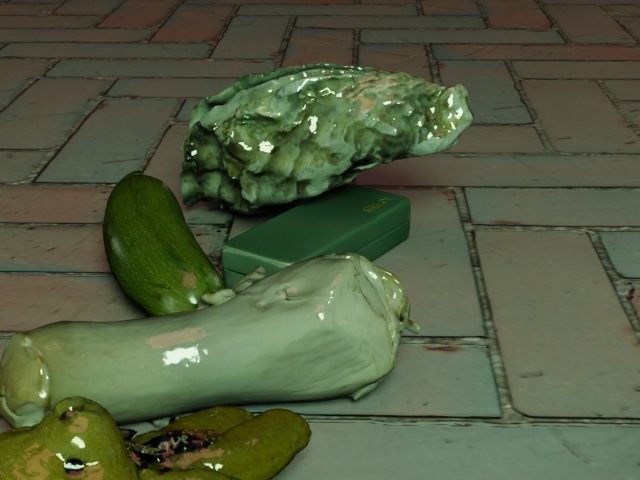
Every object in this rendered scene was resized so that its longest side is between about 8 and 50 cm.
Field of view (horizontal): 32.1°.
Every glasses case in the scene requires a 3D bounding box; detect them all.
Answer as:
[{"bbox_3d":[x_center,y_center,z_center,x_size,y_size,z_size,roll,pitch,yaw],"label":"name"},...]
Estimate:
[{"bbox_3d":[0.000,0.000,0.945,0.078,0.039,0.184,14,26,32],"label":"glasses case"}]

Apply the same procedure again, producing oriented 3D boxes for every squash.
[{"bbox_3d":[-0.134,0.005,0.900,0.071,0.080,0.318,-42,27,0],"label":"squash"}]

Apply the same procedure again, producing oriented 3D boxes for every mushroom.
[{"bbox_3d":[-0.069,0.071,0.713,0.278,0.099,0.096,-11,-3,-14],"label":"mushroom"}]

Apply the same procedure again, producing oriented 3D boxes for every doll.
[{"bbox_3d":[-0.101,0.118,0.598,0.137,0.097,0.209,11,19,39],"label":"doll"}]

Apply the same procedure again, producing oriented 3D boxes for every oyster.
[{"bbox_3d":[-0.011,-0.084,0.986,0.198,0.112,0.267,0,-14,-32],"label":"oyster"}]
